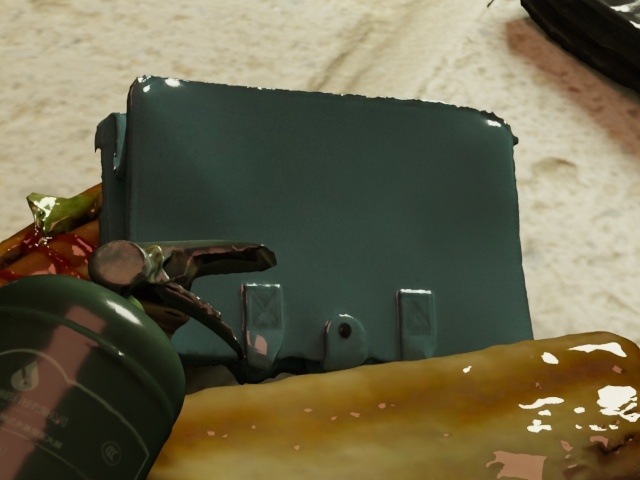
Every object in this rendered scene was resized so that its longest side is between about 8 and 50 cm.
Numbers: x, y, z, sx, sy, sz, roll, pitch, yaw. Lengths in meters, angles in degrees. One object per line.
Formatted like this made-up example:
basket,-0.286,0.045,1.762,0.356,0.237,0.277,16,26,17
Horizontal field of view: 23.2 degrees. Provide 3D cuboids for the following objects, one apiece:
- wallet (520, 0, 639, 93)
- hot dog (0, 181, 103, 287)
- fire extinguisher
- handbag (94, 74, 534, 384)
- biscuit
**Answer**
wallet,0.358,-0.180,1.096,0.406,0.062,0.228,-23,52,-29
hot dog,-0.090,0.004,0.801,0.250,0.076,0.104,-28,54,-32
fire extinguisher,-0.123,0.110,0.611,0.114,0.095,0.311,18,57,12
handbag,0.000,0.000,0.779,0.221,0.057,0.144,4,71,-28
biscuit,0.052,0.147,0.679,0.290,0.062,0.237,-9,46,-18
